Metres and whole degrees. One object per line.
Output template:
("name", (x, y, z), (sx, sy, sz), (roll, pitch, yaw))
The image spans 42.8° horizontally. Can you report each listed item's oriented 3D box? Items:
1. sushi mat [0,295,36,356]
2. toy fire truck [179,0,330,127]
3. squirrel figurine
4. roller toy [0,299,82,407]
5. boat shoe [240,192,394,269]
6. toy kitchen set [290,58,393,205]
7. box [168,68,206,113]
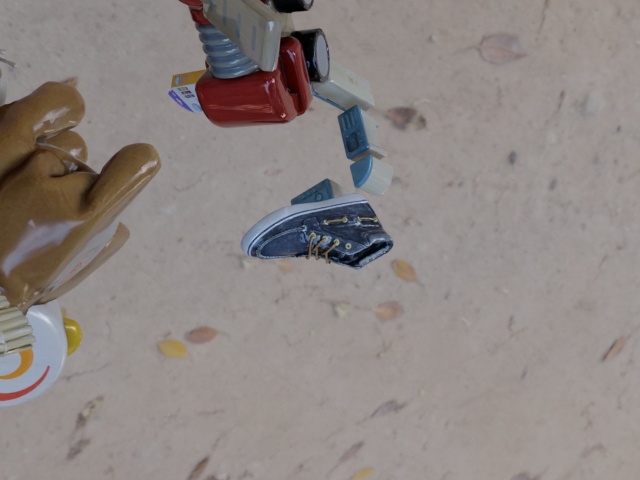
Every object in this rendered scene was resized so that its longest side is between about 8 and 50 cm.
("sushi mat", (-0.304, 0.032, 0.416), (0.019, 0.151, 0.316), (-52, 163, 23))
("toy fire truck", (-0.068, -0.189, 0.746), (0.246, 0.158, 0.217), (-69, 152, -50))
("squirrel figurine", (-0.471, -0.073, 1.050), (0.370, 0.281, 0.397), (44, 65, -1))
("roller toy", (-0.502, 0.149, 1.292), (0.209, 0.146, 0.191), (-28, 121, -10))
("boat shoe", (0.000, 0.000, 0.983), (0.183, 0.083, 0.065), (-18, 146, -27))
("toy kitchen set", (0.002, -0.154, 1.317), (0.166, 0.207, 0.122), (-29, 151, 31))
("box", (-0.170, -0.237, 1.291), (0.081, 0.136, 0.028), (47, 45, -58))
